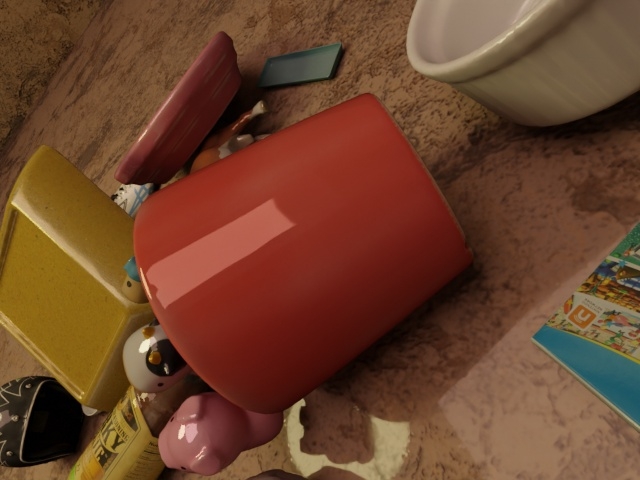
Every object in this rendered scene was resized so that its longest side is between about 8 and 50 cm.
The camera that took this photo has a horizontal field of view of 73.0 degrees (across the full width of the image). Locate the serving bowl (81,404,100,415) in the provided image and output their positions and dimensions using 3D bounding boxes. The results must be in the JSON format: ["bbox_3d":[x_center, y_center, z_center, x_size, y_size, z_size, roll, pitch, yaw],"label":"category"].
[{"bbox_3d":[-0.404,0.278,0.796,0.083,0.027,0.083,-18,59,33],"label":"serving bowl"}]

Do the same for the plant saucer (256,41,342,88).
[{"bbox_3d":[-0.041,-0.307,0.775,0.192,0.018,0.067,11,78,41],"label":"plant saucer"}]

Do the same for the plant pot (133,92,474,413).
[{"bbox_3d":[0.000,0.000,0.447,0.243,0.275,0.275,-31,52,12],"label":"plant pot"}]

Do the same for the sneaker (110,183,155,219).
[{"bbox_3d":[-0.438,-0.076,0.951,0.085,0.086,0.237,26,86,45],"label":"sneaker"}]

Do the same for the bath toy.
[{"bbox_3d":[-0.108,0.176,0.457,0.151,0.129,0.348,-22,71,-17],"label":"bath toy"}]

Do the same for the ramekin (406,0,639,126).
[{"bbox_3d":[0.221,-0.243,0.394,0.277,0.135,0.277,-45,30,35],"label":"ramekin"}]

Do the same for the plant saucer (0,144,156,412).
[{"bbox_3d":[-0.373,0.087,0.650,0.332,0.081,0.333,40,119,8],"label":"plant saucer"}]

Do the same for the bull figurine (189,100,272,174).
[{"bbox_3d":[-0.146,-0.085,0.684,0.188,0.101,0.311,-25,47,22],"label":"bull figurine"}]

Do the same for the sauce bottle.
[{"bbox_3d":[-0.237,0.252,0.615,0.111,0.111,0.344,39,96,43],"label":"sauce bottle"}]

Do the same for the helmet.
[{"bbox_3d":[-0.526,0.325,0.783,0.169,0.161,0.170,-17,60,33],"label":"helmet"}]

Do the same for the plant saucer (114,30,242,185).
[{"bbox_3d":[-0.253,-0.229,0.810,0.332,0.084,0.332,-41,27,25],"label":"plant saucer"}]

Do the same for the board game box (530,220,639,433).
[{"bbox_3d":[0.318,0.027,0.236,0.303,0.097,0.224,-52,31,8],"label":"board game box"}]
